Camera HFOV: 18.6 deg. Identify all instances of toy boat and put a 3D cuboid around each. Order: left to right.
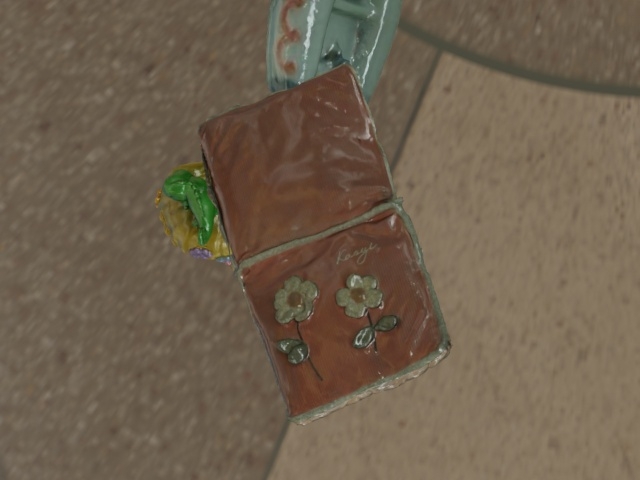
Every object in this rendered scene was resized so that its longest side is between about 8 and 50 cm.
[{"bbox_3d":[0.024,-0.206,1.728,0.079,0.134,0.208,13,90,44],"label":"toy boat"}]

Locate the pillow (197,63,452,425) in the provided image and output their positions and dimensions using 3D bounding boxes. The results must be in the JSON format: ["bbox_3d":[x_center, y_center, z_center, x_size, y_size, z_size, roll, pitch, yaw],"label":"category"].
[{"bbox_3d":[0.000,0.000,1.274,0.126,0.043,0.232,-24,65,10],"label":"pillow"}]

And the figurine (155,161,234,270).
[{"bbox_3d":[-0.083,-0.012,1.639,0.094,0.156,0.115,-21,86,5],"label":"figurine"}]
